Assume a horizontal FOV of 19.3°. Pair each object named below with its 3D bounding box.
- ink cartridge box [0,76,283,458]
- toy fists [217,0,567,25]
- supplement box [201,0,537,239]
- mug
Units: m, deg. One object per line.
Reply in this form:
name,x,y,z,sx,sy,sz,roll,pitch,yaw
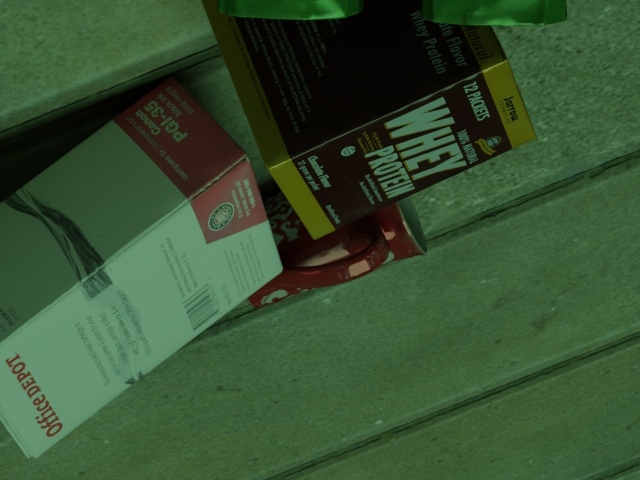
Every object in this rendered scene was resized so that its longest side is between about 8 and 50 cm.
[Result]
ink cartridge box,-0.186,0.027,1.589,0.283,0.117,0.207,-37,154,-12
toy fists,0.052,-0.233,1.333,0.279,0.096,0.142,3,109,8
supplement box,0.035,-0.140,1.459,0.194,0.191,0.129,-25,151,5
mug,-0.003,-0.009,1.733,0.169,0.113,0.150,-21,177,11
